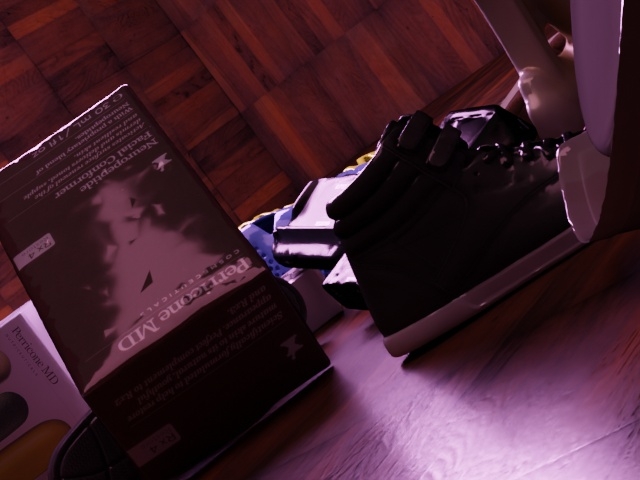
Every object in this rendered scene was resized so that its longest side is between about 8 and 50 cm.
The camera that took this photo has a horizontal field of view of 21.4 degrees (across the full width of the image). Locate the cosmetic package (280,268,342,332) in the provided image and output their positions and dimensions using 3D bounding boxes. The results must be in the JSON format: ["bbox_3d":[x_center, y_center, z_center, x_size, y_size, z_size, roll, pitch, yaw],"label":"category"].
[{"bbox_3d":[-0.090,0.114,1.765,0.239,0.060,0.099,-37,4,2],"label":"cosmetic package"}]

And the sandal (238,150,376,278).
[{"bbox_3d":[0.000,0.000,1.894,0.317,0.126,0.138,-39,9,-12],"label":"sandal"}]

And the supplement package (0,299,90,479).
[{"bbox_3d":[-0.383,0.220,2.037,0.262,0.199,0.198,-36,5,7],"label":"supplement package"}]

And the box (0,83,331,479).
[{"bbox_3d":[-0.166,0.029,1.551,0.191,0.143,0.381,-35,40,-5],"label":"box"}]

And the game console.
[{"bbox_3d":[0.055,-0.030,1.615,0.213,0.044,0.361,-53,19,-15],"label":"game console"}]

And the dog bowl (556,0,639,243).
[{"bbox_3d":[0.194,-0.173,0.958,0.102,0.349,0.349,-1,6,1],"label":"dog bowl"}]

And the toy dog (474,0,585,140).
[{"bbox_3d":[0.357,-0.295,1.510,0.408,0.285,0.395,-33,-14,31],"label":"toy dog"}]

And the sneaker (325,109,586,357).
[{"bbox_3d":[0.131,-0.053,1.215,0.295,0.147,0.104,-35,3,13],"label":"sneaker"}]

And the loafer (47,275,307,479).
[{"bbox_3d":[-0.144,0.143,1.626,0.302,0.109,0.095,-41,2,-19],"label":"loafer"}]

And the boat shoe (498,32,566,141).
[{"bbox_3d":[0.225,-0.136,1.706,0.257,0.095,0.095,-40,0,-34],"label":"boat shoe"}]
